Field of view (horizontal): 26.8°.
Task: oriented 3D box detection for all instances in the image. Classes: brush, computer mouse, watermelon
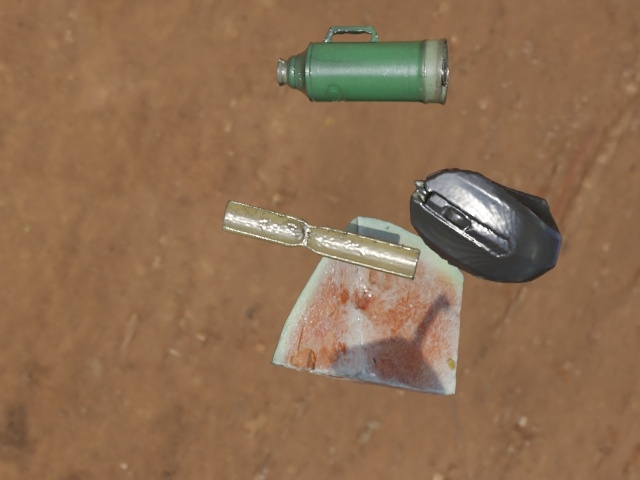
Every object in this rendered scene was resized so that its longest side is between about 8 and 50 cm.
[{"bbox_3d":[0.000,0.000,1.665,0.036,0.248,0.043,152,-49,-85],"label":"brush"},{"bbox_3d":[0.163,-0.009,1.302,0.099,0.172,0.057,-56,-161,20],"label":"computer mouse"},{"bbox_3d":[0.083,0.118,1.882,0.213,0.201,0.261,17,109,-22],"label":"watermelon"}]

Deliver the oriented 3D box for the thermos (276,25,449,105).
[{"bbox_3d":[0.045,-0.191,1.484,0.073,0.188,0.083,-60,149,-70],"label":"thermos"}]
